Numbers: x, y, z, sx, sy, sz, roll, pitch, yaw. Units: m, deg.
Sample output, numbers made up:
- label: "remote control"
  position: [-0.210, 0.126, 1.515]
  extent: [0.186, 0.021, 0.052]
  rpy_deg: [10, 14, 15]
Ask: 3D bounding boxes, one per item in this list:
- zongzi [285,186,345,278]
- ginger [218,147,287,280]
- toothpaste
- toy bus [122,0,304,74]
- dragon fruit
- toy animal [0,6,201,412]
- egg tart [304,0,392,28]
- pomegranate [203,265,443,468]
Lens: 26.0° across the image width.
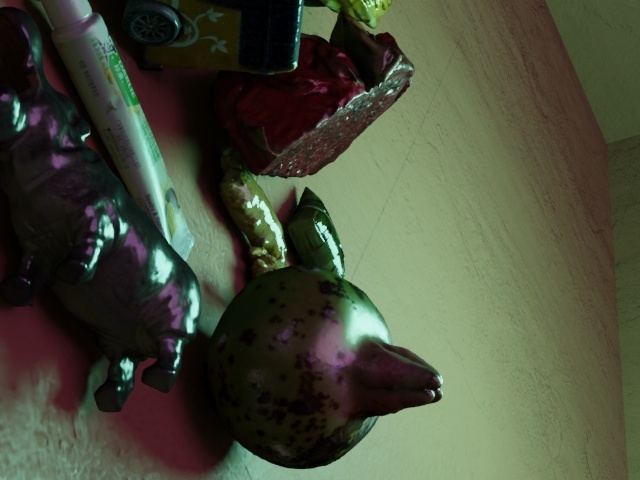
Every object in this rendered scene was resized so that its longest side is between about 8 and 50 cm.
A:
- label: "zongzi"
  position: [0.000, 0.000, 1.730]
  extent: [0.119, 0.055, 0.109]
  rpy_deg: [-83, 153, -66]
- label: "ginger"
  position: [-0.068, 0.006, 1.560]
  extent: [0.193, 0.052, 0.176]
  rpy_deg: [-99, 171, -49]
- label: "toothpaste"
  position: [-0.192, -0.108, 1.343]
  extent: [0.058, 0.056, 0.314]
  rpy_deg: [-36, 120, -24]
- label: "toy bus"
  position: [-0.095, -0.323, 1.371]
  extent: [0.323, 0.194, 0.162]
  rpy_deg: [99, -5, -54]
- label: "dragon fruit"
  position: [-0.011, -0.188, 1.596]
  extent: [0.152, 0.205, 0.317]
  rpy_deg: [53, 9, 6]
- label: "toy animal"
  position: [-0.211, -0.023, 1.164]
  extent: [0.343, 0.106, 0.168]
  rpy_deg: [63, 25, -19]
- label: "egg tart"
  position: [-0.020, -0.402, 1.870]
  extent: [0.297, 0.132, 0.297]
  rpy_deg: [53, 17, -24]
- label: "pomegranate"
  position: [0.012, 0.130, 1.397]
  extent: [0.214, 0.247, 0.214]
  rpy_deg: [-11, 103, -62]
